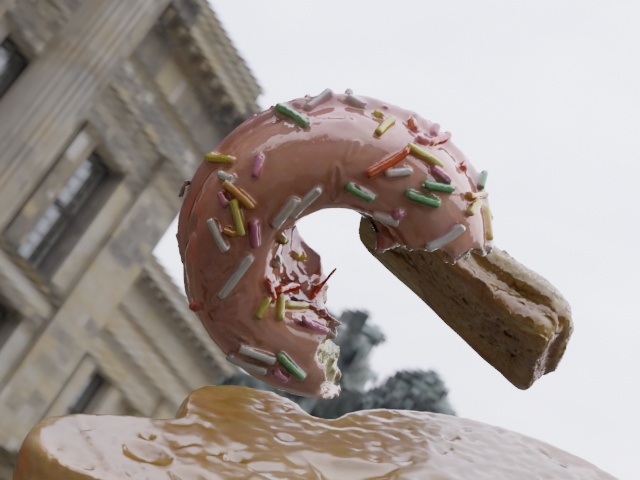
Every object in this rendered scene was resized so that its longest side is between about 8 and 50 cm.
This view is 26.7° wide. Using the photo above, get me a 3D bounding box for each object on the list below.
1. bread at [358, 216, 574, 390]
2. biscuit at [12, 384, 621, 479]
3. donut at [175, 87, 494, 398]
[{"bbox_3d":[0.152,0.039,1.444,0.271,0.077,0.139,41,-32,25],"label":"bread"},{"bbox_3d":[0.024,0.151,0.712,0.355,0.052,0.275,5,16,-33],"label":"biscuit"},{"bbox_3d":[0.000,0.000,0.953,0.199,0.233,0.085,39,15,-16],"label":"donut"}]
